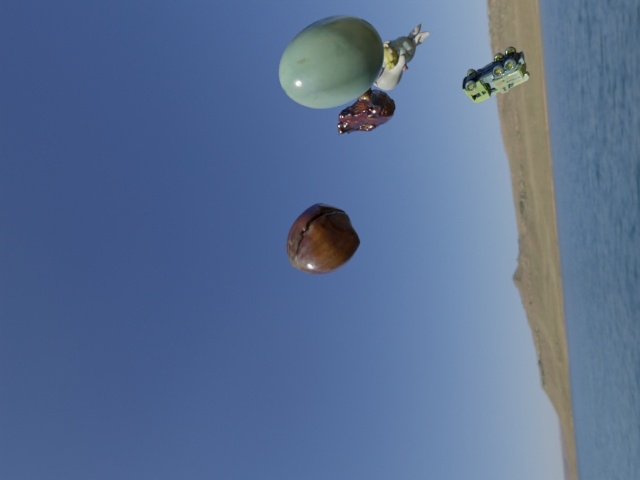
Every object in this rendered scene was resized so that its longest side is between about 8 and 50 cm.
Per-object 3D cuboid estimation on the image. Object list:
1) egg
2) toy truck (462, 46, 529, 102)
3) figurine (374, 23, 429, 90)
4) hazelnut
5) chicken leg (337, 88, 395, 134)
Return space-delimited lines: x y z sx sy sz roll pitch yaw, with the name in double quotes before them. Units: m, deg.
"egg" 0.024 -0.361 0.866 0.230 0.168 0.168 -29 -62 -13
"toy truck" 0.492 -0.451 1.184 0.100 0.168 0.077 40 -131 -28
"figurine" 0.273 -0.672 1.534 0.155 0.235 0.127 -2 -125 -36
"hazelnut" -0.001 -0.002 1.238 0.180 0.212 0.181 -8 -55 -36
"chicken leg" 0.132 -0.378 1.200 0.407 0.157 0.096 -108 10 -85
